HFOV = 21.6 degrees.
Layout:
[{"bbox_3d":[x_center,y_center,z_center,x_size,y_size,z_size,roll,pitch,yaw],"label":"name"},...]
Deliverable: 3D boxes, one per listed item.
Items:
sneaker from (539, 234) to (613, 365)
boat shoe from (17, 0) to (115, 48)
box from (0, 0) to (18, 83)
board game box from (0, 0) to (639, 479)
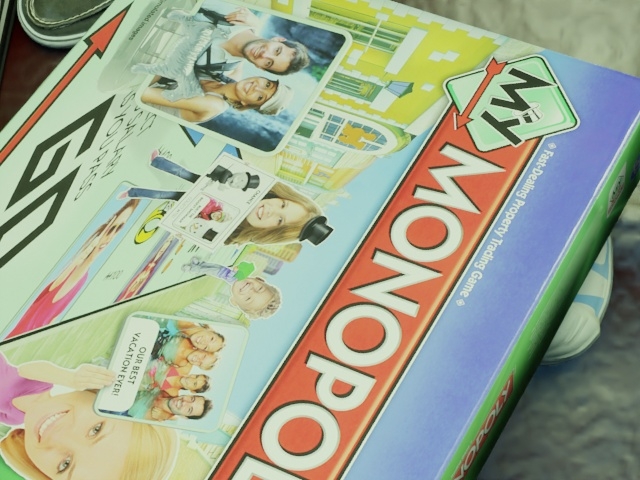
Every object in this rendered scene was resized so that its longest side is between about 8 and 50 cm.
[{"bbox_3d":[0.000,0.000,0.686,0.237,0.085,0.086,5,62,10],"label":"sneaker"},{"bbox_3d":[-0.071,-0.131,0.708,0.142,0.040,0.049,-33,86,5],"label":"boat shoe"},{"bbox_3d":[-0.175,-0.112,0.606,0.060,0.270,0.216,11,89,8],"label":"box"},{"bbox_3d":[-0.042,0.033,0.580,0.213,0.046,0.317,20,56,21],"label":"board game box"}]
